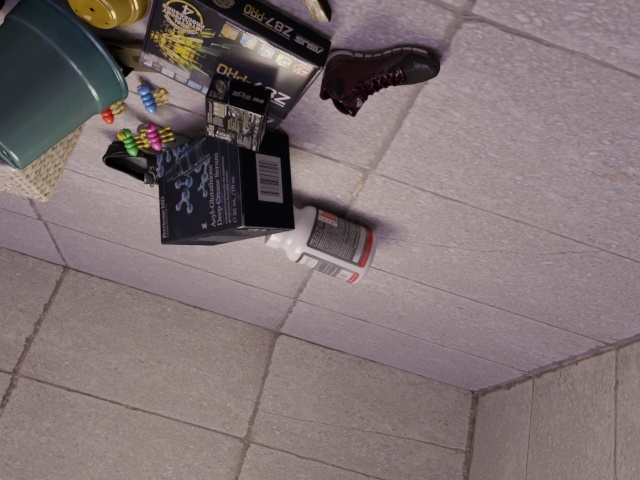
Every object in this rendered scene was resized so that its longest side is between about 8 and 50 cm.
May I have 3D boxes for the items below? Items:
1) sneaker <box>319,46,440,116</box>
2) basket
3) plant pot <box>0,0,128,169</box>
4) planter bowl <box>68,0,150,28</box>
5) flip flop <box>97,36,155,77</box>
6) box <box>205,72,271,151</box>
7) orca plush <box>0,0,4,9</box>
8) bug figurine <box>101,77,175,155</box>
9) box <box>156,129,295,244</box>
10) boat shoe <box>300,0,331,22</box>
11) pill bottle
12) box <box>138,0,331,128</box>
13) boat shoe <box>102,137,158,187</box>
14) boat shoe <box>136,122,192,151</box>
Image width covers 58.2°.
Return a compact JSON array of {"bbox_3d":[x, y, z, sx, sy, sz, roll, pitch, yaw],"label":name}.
[{"bbox_3d":[0.126,-0.350,1.321,0.281,0.163,0.106,4,152,23],"label":"sneaker"},{"bbox_3d":[-0.976,-0.338,1.791,0.328,0.332,0.266,13,160,5],"label":"basket"},{"bbox_3d":[-0.729,-0.378,1.438,0.341,0.334,0.341,33,159,15],"label":"plant pot"},{"bbox_3d":[-0.516,-0.563,1.337,0.217,0.091,0.217,13,154,6],"label":"planter bowl"},{"bbox_3d":[-0.542,-0.473,1.539,0.276,0.080,0.112,9,154,19],"label":"flip flop"},{"bbox_3d":[-0.211,-0.320,1.462,0.147,0.078,0.180,17,157,-3],"label":"box"},{"bbox_3d":[-0.782,-0.598,1.410,0.102,0.151,0.287,-8,162,-28],"label":"orca plush"},{"bbox_3d":[-0.562,-0.364,1.729,0.278,0.072,0.216,-4,120,33],"label":"bug figurine"},{"bbox_3d":[-0.294,-0.151,1.740,0.395,0.294,0.211,-10,172,41],"label":"box"},{"bbox_3d":[-0.019,-0.511,1.210,0.045,0.050,0.135,-3,149,23],"label":"boat shoe"},{"bbox_3d":[0.000,0.000,2.044,0.362,0.210,0.210,22,154,-12],"label":"pill bottle"},{"bbox_3d":[-0.215,-0.453,1.383,0.394,0.097,0.318,24,157,-18],"label":"box"},{"bbox_3d":[-0.576,-0.237,1.933,0.339,0.113,0.127,27,134,3],"label":"boat shoe"},{"bbox_3d":[-0.504,-0.313,1.861,0.183,0.065,0.083,19,154,-8],"label":"boat shoe"}]
